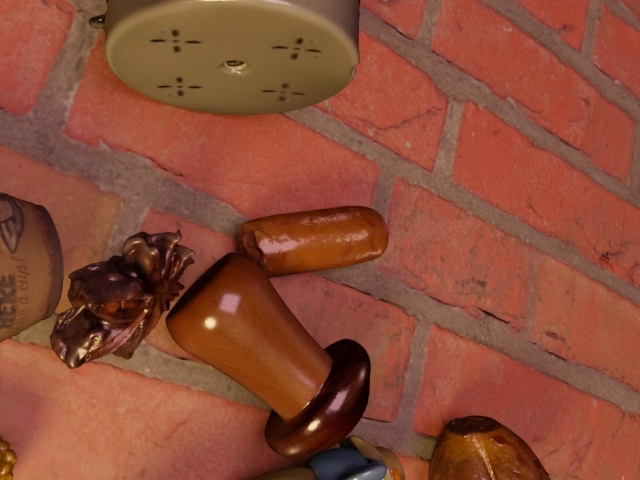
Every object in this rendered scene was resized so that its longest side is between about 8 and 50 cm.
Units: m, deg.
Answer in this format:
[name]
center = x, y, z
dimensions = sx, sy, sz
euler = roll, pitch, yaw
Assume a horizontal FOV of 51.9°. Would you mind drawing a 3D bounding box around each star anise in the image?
[star anise]
center = -0.247, 0.071, 0.824
dimensions = 0.099, 0.220, 0.214
euler = 40, 52, 10

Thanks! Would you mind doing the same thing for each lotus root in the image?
[lotus root]
center = 0.275, 0.385, 1.078
dimensions = 0.188, 0.199, 0.180
euler = -13, 93, -40

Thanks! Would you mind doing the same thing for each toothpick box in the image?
[toothpick box]
center = -0.064, 0.162, 0.923
dimensions = 0.294, 0.192, 0.192
euler = 46, 61, -11

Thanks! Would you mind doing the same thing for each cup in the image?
[cup]
center = -0.441, -0.001, 0.717
dimensions = 0.257, 0.227, 0.301
euler = -6, 70, -45

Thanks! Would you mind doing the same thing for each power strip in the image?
[power strip]
center = -0.125, -0.304, 0.884
dimensions = 0.357, 0.357, 0.162
euler = 6, 77, -31

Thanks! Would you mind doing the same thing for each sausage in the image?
[sausage]
center = 0.000, -0.002, 1.040
dimensions = 0.270, 0.109, 0.109
euler = -8, 85, -36

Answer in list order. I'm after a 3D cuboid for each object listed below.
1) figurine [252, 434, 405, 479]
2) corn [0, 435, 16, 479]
[figurine]
center = -0.001, 0.378, 0.938
dimensions = 0.262, 0.154, 0.180
euler = -22, 126, -7
[corn]
center = -0.506, 0.248, 0.663
dimensions = 0.363, 0.120, 0.121
euler = 6, 77, -32
